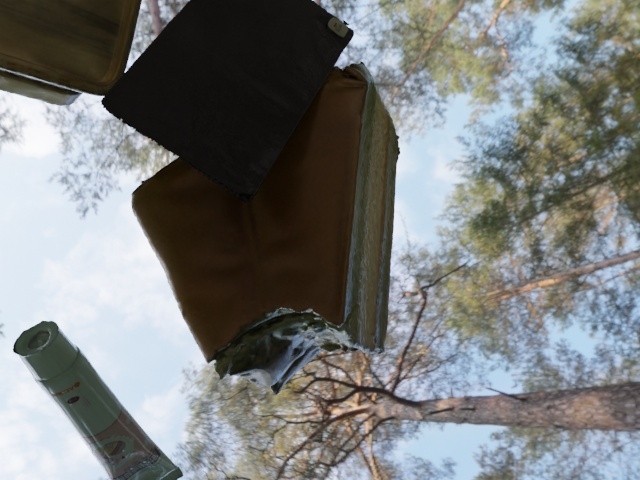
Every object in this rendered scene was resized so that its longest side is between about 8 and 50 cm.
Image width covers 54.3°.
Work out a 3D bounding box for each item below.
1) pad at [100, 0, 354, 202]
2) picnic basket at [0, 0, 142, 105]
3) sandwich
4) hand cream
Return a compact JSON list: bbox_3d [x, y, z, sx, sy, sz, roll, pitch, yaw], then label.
[{"bbox_3d":[-0.056,-0.128,0.453,0.116,0.004,0.193,34,-120,-10],"label":"pad"},{"bbox_3d":[-0.255,-0.276,0.449,0.228,0.175,0.312,8,-82,-54],"label":"picnic basket"},{"bbox_3d":[0.000,0.000,0.525,0.227,0.155,0.198,-33,-113,5],"label":"sandwich"},{"bbox_3d":[-0.268,0.225,0.772,0.085,0.331,0.058,-32,-137,-18],"label":"hand cream"}]
